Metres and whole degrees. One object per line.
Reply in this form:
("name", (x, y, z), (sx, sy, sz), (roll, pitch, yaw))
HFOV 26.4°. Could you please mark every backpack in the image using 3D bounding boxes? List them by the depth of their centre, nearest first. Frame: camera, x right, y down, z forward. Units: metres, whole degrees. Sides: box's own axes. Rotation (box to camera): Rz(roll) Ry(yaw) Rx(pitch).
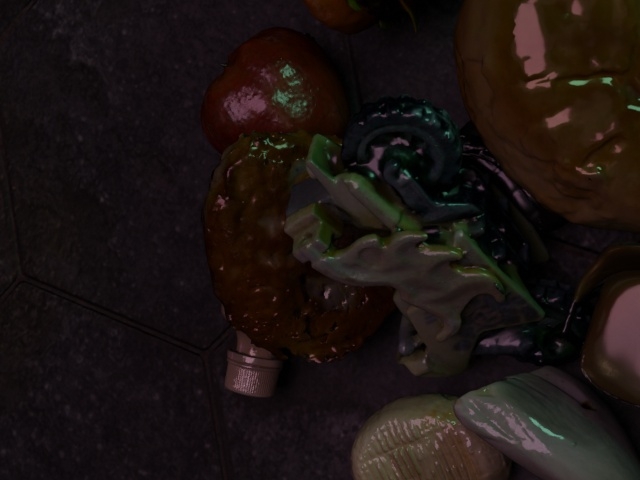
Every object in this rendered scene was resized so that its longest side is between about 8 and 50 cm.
("backpack", (0.230, -0.083, 1.577), (0.120, 0.106, 0.165), (-39, 87, -2))

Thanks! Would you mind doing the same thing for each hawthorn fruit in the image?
("hawthorn fruit", (-0.042, -0.154, 1.684), (0.202, 0.185, 0.185), (44, 107, 7))

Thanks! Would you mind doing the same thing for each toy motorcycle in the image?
("toy motorcycle", (0.126, 0.017, 1.508), (0.237, 0.410, 0.168), (-23, 33, 28))

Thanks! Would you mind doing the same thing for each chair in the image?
("chair", (0.354, 0.090, 1.424), (0.159, 0.247, 0.172), (15, 96, 28))

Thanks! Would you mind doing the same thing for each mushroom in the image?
("mushroom", (0.301, 0.271, 1.489), (0.328, 0.159, 0.122), (48, 151, 24))

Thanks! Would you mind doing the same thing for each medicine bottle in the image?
("medicine bottle", (-0.066, 0.069, 1.715), (0.114, 0.114, 0.252), (13, 93, 27))

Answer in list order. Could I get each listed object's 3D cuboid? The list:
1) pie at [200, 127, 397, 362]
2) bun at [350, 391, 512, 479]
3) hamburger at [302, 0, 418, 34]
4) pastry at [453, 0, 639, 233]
("pie", (0.000, 0.000, 1.622), (0.085, 0.308, 0.308), (33, 107, 67))
("bun", (0.132, 0.254, 1.614), (0.188, 0.111, 0.164), (-26, 94, 22))
("hamburger", (0.066, -0.389, 1.581), (0.225, 0.291, 0.290), (-18, 79, 24))
("pastry", (0.340, -0.202, 1.425), (0.410, 0.245, 0.409), (0, 94, 1))
